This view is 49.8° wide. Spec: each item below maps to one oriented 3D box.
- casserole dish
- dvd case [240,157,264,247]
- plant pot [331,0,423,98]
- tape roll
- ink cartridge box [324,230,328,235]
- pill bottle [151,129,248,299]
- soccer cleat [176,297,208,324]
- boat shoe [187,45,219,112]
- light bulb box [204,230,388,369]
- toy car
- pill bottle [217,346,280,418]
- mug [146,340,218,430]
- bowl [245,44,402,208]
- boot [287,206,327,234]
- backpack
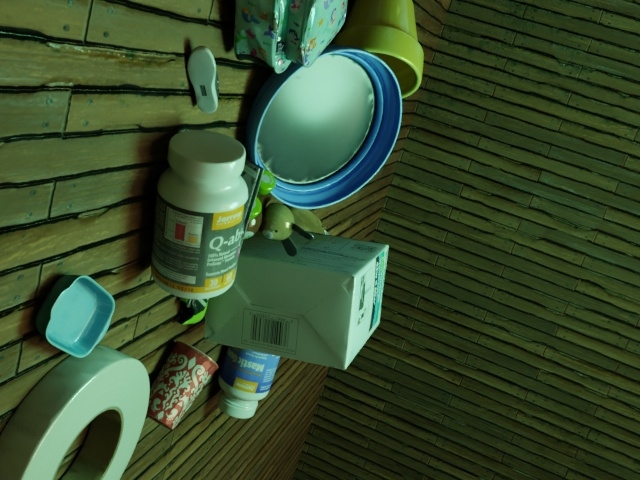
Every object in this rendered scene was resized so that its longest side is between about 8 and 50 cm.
[{"bbox_3d":[-0.388,0.117,1.087,0.188,0.036,0.114,78,35,-68],"label":"casserole dish"},{"bbox_3d":[-0.186,-0.064,1.407,0.018,0.164,0.221,10,105,-34],"label":"dvd case"},{"bbox_3d":[0.159,-0.541,1.862,0.254,0.253,0.239,72,27,-70],"label":"plant pot"},{"bbox_3d":[-0.438,0.377,1.212,0.392,0.072,0.392,20,90,-77],"label":"tape roll"},{"bbox_3d":[-0.043,-0.008,2.156,0.143,0.089,0.092,48,64,-74],"label":"ink cartridge box"},{"bbox_3d":[-0.218,-0.045,1.245,0.162,0.162,0.279,-49,157,-55],"label":"pill bottle"},{"bbox_3d":[-0.270,0.106,1.505,0.072,0.060,0.179,-17,129,-57],"label":"soccer cleat"},{"bbox_3d":[-0.202,-0.287,1.205,0.142,0.049,0.040,95,2,-54],"label":"boat shoe"},{"bbox_3d":[-0.046,0.121,1.697,0.361,0.357,0.226,-30,127,-69],"label":"light bulb box"},{"bbox_3d":[-0.113,-0.033,1.505,0.155,0.188,0.149,-38,-159,50],"label":"toy car"},{"bbox_3d":[-0.201,0.356,1.945,0.152,0.152,0.272,-20,129,-73],"label":"pill bottle"},{"bbox_3d":[-0.317,0.334,1.548,0.169,0.113,0.150,-59,162,-24],"label":"mug"},{"bbox_3d":[0.009,-0.259,1.578,0.391,0.077,0.391,-20,132,-24],"label":"bowl"},{"bbox_3d":[0.000,0.000,2.046,0.305,0.112,0.115,36,62,-36],"label":"boot"},{"bbox_3d":[-0.057,-0.452,1.240,0.254,0.191,0.225,87,28,-49],"label":"backpack"}]
